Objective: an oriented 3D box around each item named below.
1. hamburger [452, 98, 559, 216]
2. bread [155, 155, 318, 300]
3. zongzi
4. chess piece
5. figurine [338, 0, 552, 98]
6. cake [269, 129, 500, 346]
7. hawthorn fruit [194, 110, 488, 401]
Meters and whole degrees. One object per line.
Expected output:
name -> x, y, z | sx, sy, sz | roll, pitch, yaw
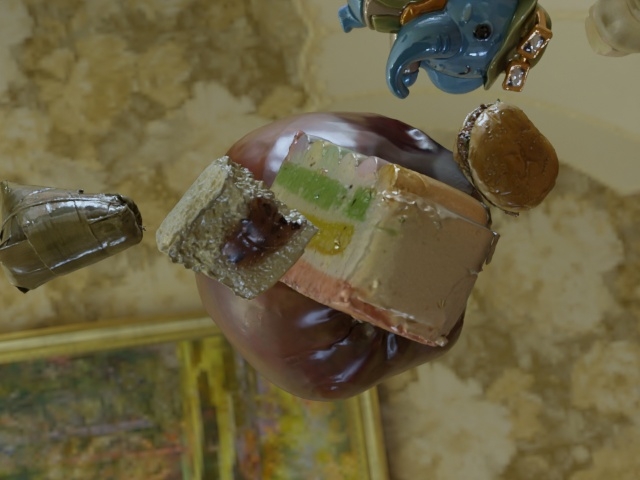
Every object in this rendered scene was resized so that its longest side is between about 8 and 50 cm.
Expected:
hamburger -> 0.138, -0.062, 0.966 | 0.083, 0.076, 0.044 | 46, 155, -18
bread -> -0.051, -0.004, 0.786 | 0.083, 0.070, 0.035 | 36, -168, -37
zongzi -> -0.276, -0.035, 1.425 | 0.176, 0.160, 0.078 | -106, 0, -51
chess piece -> 0.402, -0.289, 1.489 | 0.397, 0.117, 0.117 | 145, 118, -79
figurine -> 0.135, -0.253, 1.494 | 0.154, 0.262, 0.179 | -84, 0, -76
cake -> 0.009, -0.012, 0.914 | 0.225, 0.090, 0.109 | 24, 95, 47
hawthorn fruit -> 0.015, 0.006, 1.353 | 0.325, 0.308, 0.308 | -101, 2, -74
